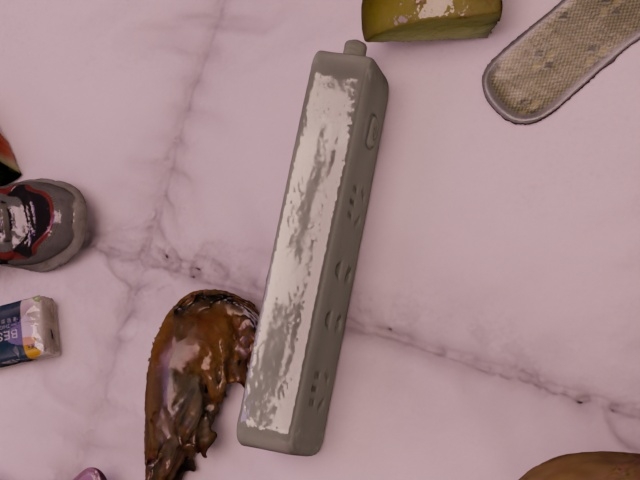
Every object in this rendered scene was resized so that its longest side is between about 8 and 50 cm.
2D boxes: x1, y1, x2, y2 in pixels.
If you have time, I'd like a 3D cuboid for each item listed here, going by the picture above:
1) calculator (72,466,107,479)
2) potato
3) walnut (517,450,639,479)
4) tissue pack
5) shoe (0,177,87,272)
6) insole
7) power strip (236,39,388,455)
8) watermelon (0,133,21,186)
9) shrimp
[{"bbox_3d":[-0.264,0.365,1.083,0.194,0.043,0.294,-6,80,17],"label":"calculator"},{"bbox_3d":[0.095,-0.260,1.048,0.120,0.081,0.149,-5,76,-6],"label":"potato"},{"bbox_3d":[0.235,0.327,0.769,0.381,0.381,0.381,-4,77,18],"label":"walnut"},{"bbox_3d":[-0.306,0.093,1.150,0.083,0.042,0.062,-13,73,16],"label":"tissue pack"},{"bbox_3d":[-0.350,-0.019,1.146,0.227,0.125,0.099,-12,72,18],"label":"shoe"},{"bbox_3d":[0.278,-0.228,1.037,0.322,0.007,0.109,-41,69,6],"label":"insole"},{"bbox_3d":[-0.001,0.000,1.039,0.062,0.091,0.385,9,81,19],"label":"power strip"},{"bbox_3d":[-0.379,-0.120,1.199,0.125,0.135,0.094,8,45,23],"label":"watermelon"},{"bbox_3d":[-0.113,0.173,1.056,0.117,0.066,0.262,2,81,19],"label":"shrimp"}]
